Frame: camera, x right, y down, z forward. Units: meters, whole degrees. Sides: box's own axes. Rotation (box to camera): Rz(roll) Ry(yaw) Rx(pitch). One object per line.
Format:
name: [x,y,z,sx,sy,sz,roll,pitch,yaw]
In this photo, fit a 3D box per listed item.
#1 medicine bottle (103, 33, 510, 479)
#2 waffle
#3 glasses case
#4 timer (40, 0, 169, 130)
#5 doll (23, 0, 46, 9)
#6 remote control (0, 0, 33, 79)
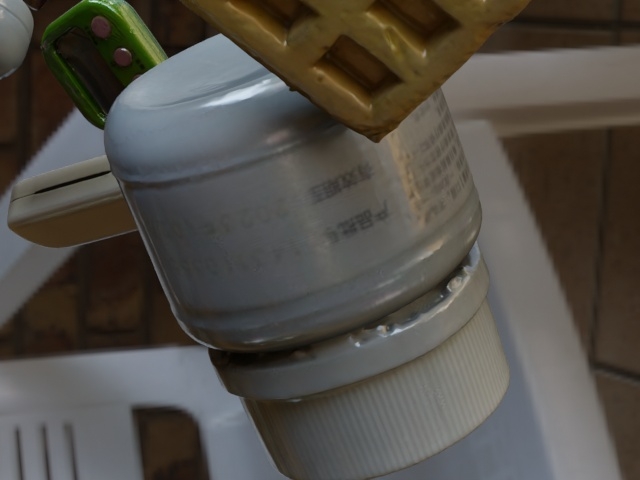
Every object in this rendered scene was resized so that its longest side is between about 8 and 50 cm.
medicine bottle: [0.000,0.000,1.243,0.245,0.245,0.306,9,125,57]
waffle: [0.027,-0.194,0.991,0.248,0.221,0.055,-42,22,34]
glasses case: [-0.197,-0.038,1.519,0.196,0.083,0.050,-13,61,33]
timer: [-0.227,-0.190,1.802,0.128,0.047,0.140,-27,103,38]
doll: [-0.353,-0.308,1.537,0.209,0.340,0.318,30,83,15]
remote control: [-0.269,-0.112,0.973,0.244,0.087,0.047,-5,67,34]
